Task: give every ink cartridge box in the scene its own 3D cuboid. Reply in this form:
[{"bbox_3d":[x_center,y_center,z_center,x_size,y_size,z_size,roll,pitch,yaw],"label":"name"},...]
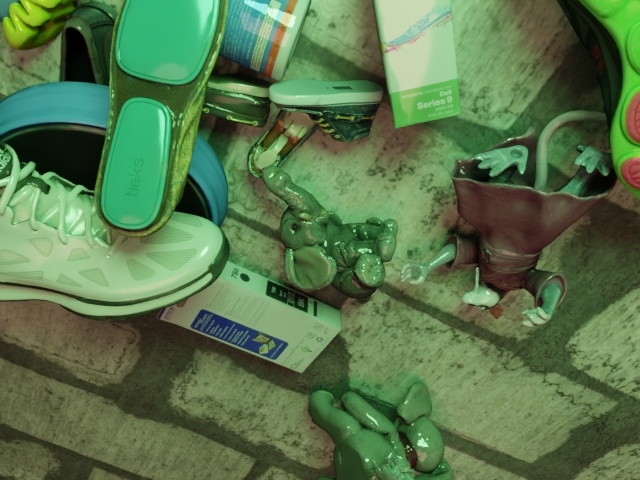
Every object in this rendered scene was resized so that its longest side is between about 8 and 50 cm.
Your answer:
[{"bbox_3d":[-0.139,0.148,0.969,0.332,0.065,0.165,26,123,-19],"label":"ink cartridge box"},{"bbox_3d":[0.118,-0.277,0.621,0.093,0.154,0.213,-10,121,13],"label":"ink cartridge box"}]

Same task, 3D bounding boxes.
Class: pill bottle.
[{"bbox_3d":[-0.133,-0.314,0.642,0.221,0.124,0.124,21,123,-9],"label":"pill bottle"}]

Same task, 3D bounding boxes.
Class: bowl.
[{"bbox_3d":[-0.351,-0.067,0.791,0.390,0.077,0.391,-1,140,-1],"label":"bowl"}]

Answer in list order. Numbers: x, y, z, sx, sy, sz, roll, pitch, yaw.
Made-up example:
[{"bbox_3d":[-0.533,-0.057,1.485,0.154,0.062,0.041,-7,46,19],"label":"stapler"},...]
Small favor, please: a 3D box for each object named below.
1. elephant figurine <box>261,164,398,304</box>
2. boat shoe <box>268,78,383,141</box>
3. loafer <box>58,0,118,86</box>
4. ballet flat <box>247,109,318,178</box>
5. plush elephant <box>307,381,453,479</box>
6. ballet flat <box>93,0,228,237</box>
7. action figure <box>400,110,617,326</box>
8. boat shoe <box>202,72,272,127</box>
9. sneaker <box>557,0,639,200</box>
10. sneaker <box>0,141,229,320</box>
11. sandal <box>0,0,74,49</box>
[{"bbox_3d":[0.000,0.000,0.832,0.239,0.169,0.186,17,89,0],"label":"elephant figurine"},{"bbox_3d":[0.008,-0.187,0.711,0.183,0.065,0.083,-9,131,-26],"label":"boat shoe"},{"bbox_3d":[-0.371,-0.209,0.753,0.109,0.095,0.303,17,123,-5],"label":"loafer"},{"bbox_3d":[-0.053,-0.167,0.768,0.070,0.070,0.188,34,120,-16],"label":"ballet flat"},{"bbox_3d":[0.156,0.462,1.076,0.255,0.272,0.330,-1,170,-36],"label":"plush elephant"},{"bbox_3d":[-0.192,-0.176,0.586,0.123,0.123,0.349,14,95,-3],"label":"ballet flat"},{"bbox_3d":[0.305,-0.012,0.801,0.248,0.276,0.370,29,149,28],"label":"action figure"},{"bbox_3d":[-0.189,-0.223,0.733,0.227,0.081,0.069,10,120,-4],"label":"boat shoe"},{"bbox_3d":[0.401,-0.251,0.569,0.185,0.202,0.483,-16,112,38],"label":"sneaker"},{"bbox_3d":[-0.361,-0.028,0.647,0.447,0.169,0.258,-1,142,2],"label":"sneaker"},{"bbox_3d":[-0.354,-0.395,0.617,0.317,0.126,0.138,-34,110,23],"label":"sandal"}]
